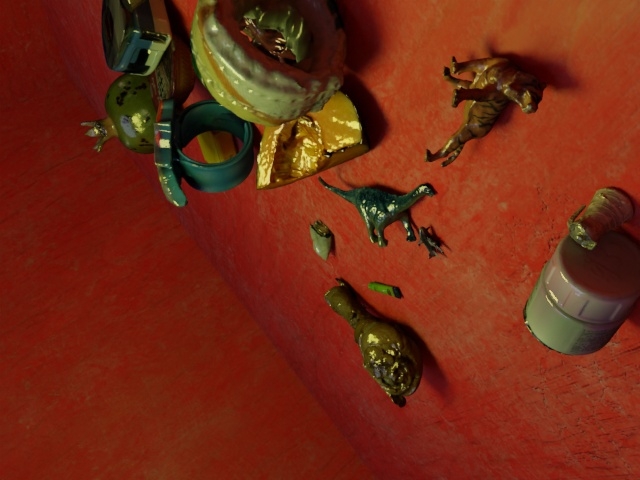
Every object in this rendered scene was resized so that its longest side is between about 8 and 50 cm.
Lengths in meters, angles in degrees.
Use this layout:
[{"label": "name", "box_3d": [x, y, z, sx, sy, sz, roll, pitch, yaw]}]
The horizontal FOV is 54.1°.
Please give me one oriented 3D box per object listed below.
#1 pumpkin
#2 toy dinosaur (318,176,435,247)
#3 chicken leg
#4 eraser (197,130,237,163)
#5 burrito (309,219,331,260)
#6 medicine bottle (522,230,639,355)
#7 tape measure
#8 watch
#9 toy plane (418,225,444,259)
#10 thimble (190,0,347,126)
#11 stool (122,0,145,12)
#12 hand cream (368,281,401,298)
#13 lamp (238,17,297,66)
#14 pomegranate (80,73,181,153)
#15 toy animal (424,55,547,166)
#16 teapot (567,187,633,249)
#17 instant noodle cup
[{"label": "pumpkin", "box_3d": [-0.015, -0.230, 1.319, 0.312, 0.148, 0.169, -20, 86, 37]}, {"label": "toy dinosaur", "box_3d": [0.124, -0.068, 1.352, 0.363, 0.076, 0.147, 16, 127, 53]}, {"label": "chicken leg", "box_3d": [0.136, 0.256, 1.747, 0.429, 0.153, 0.201, 47, 168, 43]}, {"label": "eraser", "box_3d": [-0.331, -0.309, 2.008, 0.158, 0.069, 0.226, 41, 157, 31]}, {"label": "burrito", "box_3d": [0.002, 0.002, 1.777, 0.074, 0.044, 0.118, 39, 153, 30]}, {"label": "medicine bottle", "box_3d": [0.379, 0.075, 0.902, 0.135, 0.135, 0.168, 44, 158, 28]}, {"label": "tape measure", "box_3d": [-0.524, -0.597, 1.761, 0.262, 0.138, 0.259, -48, 52, 52]}, {"label": "watch", "box_3d": [-0.319, -0.238, 1.746, 0.241, 0.275, 0.305, 104, 160, -64]}, {"label": "toy plane", "box_3d": [0.223, 0.003, 1.292, 0.078, 0.031, 0.083, 23, 143, 56]}, {"label": "thimble", "box_3d": [-0.087, -0.348, 1.105, 0.288, 0.254, 0.167, 44, 155, -7]}, {"label": "stool", "box_3d": [-0.320, -0.632, 1.243, 0.310, 0.226, 0.310, 20, 140, 61]}, {"label": "hand cream", "box_3d": [0.168, 0.127, 1.634, 0.122, 0.023, 0.036, 10, 128, 58]}, {"label": "lamp", "box_3d": [-0.121, -0.376, 1.332, 0.215, 0.151, 0.223, 36, 115, 12]}, {"label": "pomegranate", "box_3d": [-0.646, -0.440, 2.167, 0.291, 0.323, 0.290, 23, 120, 49]}, {"label": "toy animal", "box_3d": [0.227, -0.186, 0.922, 0.116, 0.114, 0.255, 10, 160, -1]}, {"label": "teapot", "box_3d": [0.368, -0.027, 0.840, 0.067, 0.083, 0.057, 22, 147, 53]}, {"label": "instant noodle cup", "box_3d": [-0.427, -0.495, 1.833, 0.274, 0.091, 0.274, 17, 110, 59]}]
